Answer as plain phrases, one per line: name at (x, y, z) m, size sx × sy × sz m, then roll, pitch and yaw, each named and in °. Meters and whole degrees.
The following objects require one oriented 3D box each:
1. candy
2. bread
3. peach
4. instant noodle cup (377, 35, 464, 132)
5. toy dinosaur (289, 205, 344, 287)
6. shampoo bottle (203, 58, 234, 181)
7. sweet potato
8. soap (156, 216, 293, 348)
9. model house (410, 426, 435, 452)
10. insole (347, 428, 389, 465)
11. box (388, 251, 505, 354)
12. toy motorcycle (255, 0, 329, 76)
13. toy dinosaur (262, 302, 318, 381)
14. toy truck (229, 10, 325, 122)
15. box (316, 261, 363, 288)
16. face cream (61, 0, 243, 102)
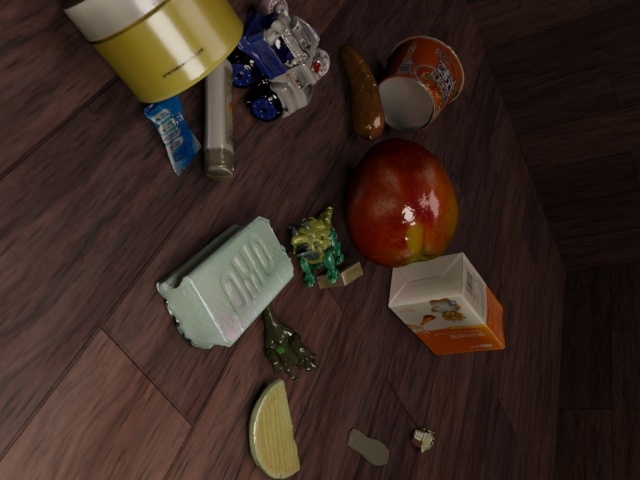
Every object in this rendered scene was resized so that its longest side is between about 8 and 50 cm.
candy at (-0.256, -0.194, 1.100) m, size 0.088 × 0.038 × 0.136 m, roll -59°, pitch 138°, yaw -43°
bread at (-0.099, 0.372, 1.176) m, size 0.112 × 0.036 × 0.192 m, roll -20°, pitch 101°, yaw -53°
peach at (0.200, -0.098, 1.551) m, size 0.308 × 0.308 × 0.332 m, roll 21°, pitch 59°, yaw -54°
instant noodle cup at (0.282, -0.456, 1.854) m, size 0.250 × 0.250 × 0.192 m, roll 59°, pitch 45°, yaw -29°
toy dinosaur at (0.000, 0.000, 1.404) m, size 0.259 × 0.094 × 0.153 m, roll -51°, pitch 127°, yaw -61°
shampoo bottle at (-0.194, -0.231, 1.178) m, size 0.086 × 0.056 × 0.227 m, roll 80°, pitch 8°, yaw -76°
sweet potato at (0.116, -0.404, 1.706) m, size 0.097 × 0.097 × 0.291 m, roll 6°, pitch 67°, yaw -57°
soap at (-0.157, 0.071, 1.119) m, size 0.261 × 0.094 × 0.150 m, roll -47°, pitch 120°, yaw -52°
model house at (0.283, 0.554, 1.710) m, size 0.058 × 0.057 × 0.083 m, roll -69°, pitch 163°, yaw -3°
insole at (0.118, 0.503, 1.496) m, size 0.192 × 0.010 × 0.063 m, roll 43°, pitch 46°, yaw -42°
box at (0.373, 0.196, 1.790) m, size 0.341 × 0.225 × 0.143 m, roll 46°, pitch 43°, yaw -40°
toy motorcycle at (-0.066, -0.461, 1.441) m, size 0.254 × 0.113 × 0.112 m, roll 38°, pitch 50°, yaw -48°
toy dinosaur at (-0.081, 0.196, 1.275) m, size 0.179 × 0.087 × 0.187 m, roll 58°, pitch -6°, yaw 43°
toy truck at (-0.085, -0.369, 1.292) m, size 0.213 × 0.177 × 0.161 m, roll 51°, pitch 40°, yaw -36°
box at (0.042, 0.081, 1.439) m, size 0.079 × 0.083 × 0.035 m, roll -29°, pitch 103°, yaw -48°
face cream at (-0.258, -0.353, 0.975) m, size 0.179 × 0.218 × 0.218 m, roll 54°, pitch 40°, yaw -36°
